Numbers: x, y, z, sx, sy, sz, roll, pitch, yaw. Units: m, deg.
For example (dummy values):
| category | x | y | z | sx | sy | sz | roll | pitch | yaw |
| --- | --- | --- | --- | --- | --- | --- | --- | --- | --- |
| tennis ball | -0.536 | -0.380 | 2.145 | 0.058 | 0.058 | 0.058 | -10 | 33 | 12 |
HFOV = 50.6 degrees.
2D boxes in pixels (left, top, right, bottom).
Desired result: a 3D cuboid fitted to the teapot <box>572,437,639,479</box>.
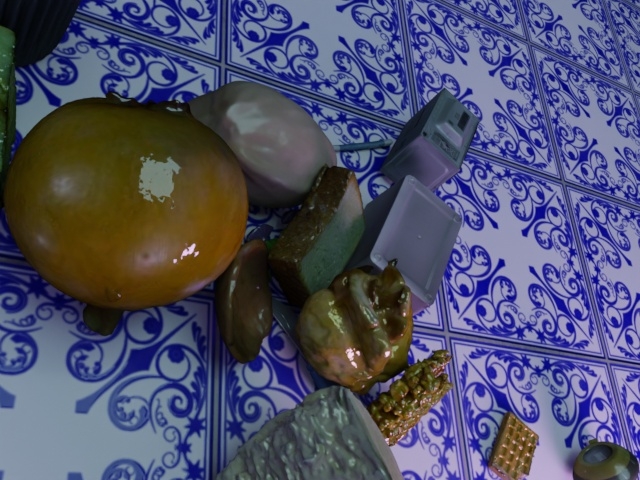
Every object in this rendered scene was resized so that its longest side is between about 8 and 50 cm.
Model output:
| category | x | y | z | sx | sy | sz | roll | pitch | yaw |
| --- | --- | --- | --- | --- | --- | --- | --- | --- | --- |
| teapot | 0.583 | 0.473 | 1.379 | 0.119 | 0.130 | 0.165 | 63 | 16 | -9 |

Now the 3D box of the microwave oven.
| category | x | y | z | sx | sy | sz | roll | pitch | yaw |
| --- | --- | --- | --- | --- | --- | --- | --- | --- | --- |
| microwave oven | 0.246 | -0.208 | 1.481 | 0.122 | 0.162 | 0.208 | 40 | 46 | -10 |

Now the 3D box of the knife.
| category | x | y | z | sx | sy | sz | roll | pitch | yaw |
| --- | --- | --- | --- | --- | --- | --- | --- | --- | --- |
| knife | -0.021 | 0.190 | 1.174 | 0.058 | 0.032 | 0.244 | -25 | 77 | -40 |

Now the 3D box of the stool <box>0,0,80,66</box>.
| category | x | y | z | sx | sy | sz | roll | pitch | yaw |
| --- | --- | --- | --- | --- | --- | --- | --- | --- | --- |
| stool | -0.474 | -0.453 | 1.007 | 0.297 | 0.330 | 0.297 | 15 | 59 | -27 |

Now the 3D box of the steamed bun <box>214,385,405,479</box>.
| category | x | y | z | sx | sy | sz | roll | pitch | yaw |
| --- | --- | --- | --- | --- | --- | --- | --- | --- | --- |
| steamed bun | -0.010 | 0.379 | 0.957 | 0.272 | 0.273 | 0.290 | -22 | 72 | 4 |

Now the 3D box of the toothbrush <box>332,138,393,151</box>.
| category | x | y | z | sx | sy | sz | roll | pitch | yaw |
| --- | --- | --- | --- | --- | --- | --- | --- | --- | --- |
| toothbrush | 0.053 | -0.195 | 1.433 | 0.276 | 0.019 | 0.025 | -11 | 78 | -38 |

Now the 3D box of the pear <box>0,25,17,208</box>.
| category | x | y | z | sx | sy | sz | roll | pitch | yaw |
| --- | --- | --- | --- | --- | --- | --- | --- | --- | --- |
| pear | -0.547 | -0.165 | 0.919 | 0.293 | 0.159 | 0.292 | 17 | 54 | -25 |

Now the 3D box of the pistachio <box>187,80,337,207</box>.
| category | x | y | z | sx | sy | sz | roll | pitch | yaw |
| --- | --- | --- | --- | --- | --- | --- | --- | --- | --- |
| pistachio | -0.099 | -0.160 | 1.204 | 0.332 | 0.207 | 0.226 | 18 | 19 | -39 |

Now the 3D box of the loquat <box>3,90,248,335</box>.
| category | x | y | z | sx | sy | sz | roll | pitch | yaw |
| --- | --- | --- | --- | --- | --- | --- | --- | --- | --- |
| loquat | -0.273 | -0.032 | 0.951 | 0.329 | 0.328 | 0.359 | 12 | 102 | -29 |

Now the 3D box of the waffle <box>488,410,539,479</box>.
| category | x | y | z | sx | sy | sz | roll | pitch | yaw |
| --- | --- | --- | --- | --- | --- | --- | --- | --- | --- |
| waffle | 0.379 | 0.412 | 1.325 | 0.092 | 0.021 | 0.135 | 41 | 50 | -9 |

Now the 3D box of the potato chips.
| category | x | y | z | sx | sy | sz | roll | pitch | yaw |
| --- | --- | --- | --- | --- | --- | --- | --- | --- | --- |
| potato chips | -0.126 | 0.095 | 1.072 | 0.062 | 0.208 | 0.195 | 5 | 81 | 12 |

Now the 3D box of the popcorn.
| category | x | y | z | sx | sy | sz | roll | pitch | yaw |
| --- | --- | --- | --- | --- | --- | --- | --- | --- | --- |
| popcorn | 0.058 | 0.143 | 1.115 | 0.190 | 0.253 | 0.191 | 2 | 49 | 7 |

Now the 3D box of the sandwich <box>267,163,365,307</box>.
| category | x | y | z | sx | sy | sz | roll | pitch | yaw |
| --- | --- | --- | --- | --- | --- | --- | --- | --- | --- |
| sandwich | 0.000 | 0.000 | 1.170 | 0.065 | 0.186 | 0.214 | 18 | 60 | 25 |

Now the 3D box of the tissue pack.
| category | x | y | z | sx | sy | sz | roll | pitch | yaw |
| --- | --- | --- | --- | --- | --- | --- | --- | --- | --- |
| tissue pack | 0.150 | 0.020 | 1.306 | 0.159 | 0.136 | 0.246 | 38 | 51 | -11 |

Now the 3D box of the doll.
| category | x | y | z | sx | sy | sz | roll | pitch | yaw |
| --- | --- | --- | --- | --- | --- | --- | --- | --- | --- |
| doll | -0.073 | 0.017 | 1.215 | 0.190 | 0.050 | 0.115 | -28 | 90 | -37 |

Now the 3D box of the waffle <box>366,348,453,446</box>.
| category | x | y | z | sx | sy | sz | roll | pitch | yaw |
| --- | --- | --- | --- | --- | --- | --- | --- | --- | --- |
| waffle | 0.151 | 0.267 | 1.137 | 0.070 | 0.197 | 0.193 | 46 | 34 | 21 |
